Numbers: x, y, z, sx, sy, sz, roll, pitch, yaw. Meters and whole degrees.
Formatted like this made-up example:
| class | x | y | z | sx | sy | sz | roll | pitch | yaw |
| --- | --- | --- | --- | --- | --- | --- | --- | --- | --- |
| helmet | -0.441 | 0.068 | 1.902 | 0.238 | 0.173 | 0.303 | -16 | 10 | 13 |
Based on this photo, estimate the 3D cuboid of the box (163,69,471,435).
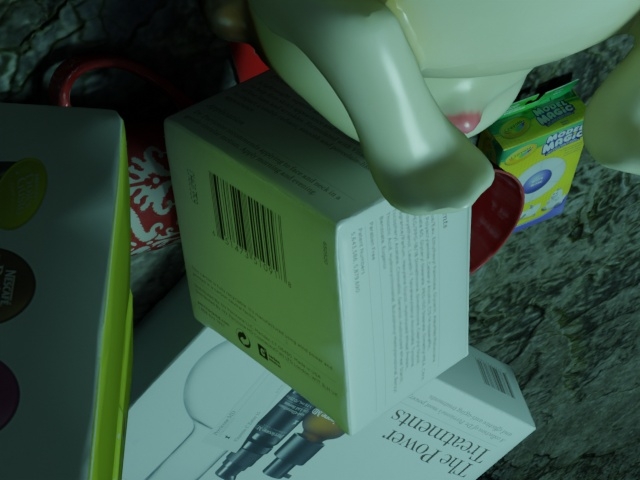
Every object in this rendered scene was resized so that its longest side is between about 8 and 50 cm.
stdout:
| class | x | y | z | sx | sy | sz | roll | pitch | yaw |
| --- | --- | --- | --- | --- | --- | --- | --- | --- | --- |
| box | 0.000 | 0.000 | 0.835 | 0.119 | 0.181 | 0.182 | -30 | 133 | -30 |

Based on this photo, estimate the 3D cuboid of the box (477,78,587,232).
| class | x | y | z | sx | sy | sz | roll | pitch | yaw |
| --- | --- | --- | --- | --- | --- | --- | --- | --- | --- |
| box | 0.203 | -0.077 | 1.196 | 0.105 | 0.043 | 0.179 | -22 | 146 | -16 |

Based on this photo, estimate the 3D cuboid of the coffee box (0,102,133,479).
| class | x | y | z | sx | sy | sz | roll | pitch | yaw |
| --- | --- | --- | --- | --- | --- | --- | --- | --- | --- |
| coffee box | -0.286 | 0.145 | 0.709 | 0.334 | 0.338 | 0.338 | 3 | 141 | -7 |

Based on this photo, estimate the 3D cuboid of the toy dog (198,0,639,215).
| class | x | y | z | sx | sy | sz | roll | pitch | yaw |
| --- | --- | --- | --- | --- | --- | --- | --- | --- | --- |
| toy dog | 0.056 | -0.196 | 0.622 | 0.284 | 0.395 | 0.408 | -24 | 166 | -19 |

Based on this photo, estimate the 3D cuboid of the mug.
| class | x | y | z | sx | sy | sz | roll | pitch | yaw |
| --- | --- | --- | --- | --- | --- | --- | --- | --- | --- |
| mug | -0.131 | -0.051 | 0.882 | 0.169 | 0.113 | 0.150 | -11 | 145 | -35 |

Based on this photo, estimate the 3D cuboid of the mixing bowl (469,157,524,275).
| class | x | y | z | sx | sy | sz | roll | pitch | yaw |
| --- | --- | --- | --- | --- | --- | --- | --- | --- | --- |
| mixing bowl | 0.081 | -0.032 | 1.099 | 0.181 | 0.098 | 0.181 | -23 | 148 | -15 |

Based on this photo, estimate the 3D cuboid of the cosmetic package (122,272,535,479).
| class | x | y | z | sx | sy | sz | roll | pitch | yaw |
| --- | --- | --- | --- | --- | --- | --- | --- | --- | --- |
| cosmetic package | -0.021 | 0.177 | 1.197 | 0.377 | 0.097 | 0.284 | 28 | 120 | -32 |

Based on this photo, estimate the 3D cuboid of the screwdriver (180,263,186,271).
| class | x | y | z | sx | sy | sz | roll | pitch | yaw |
| --- | --- | --- | --- | --- | --- | --- | --- | --- | --- |
| screwdriver | -0.075 | -0.028 | 1.056 | 0.024 | 0.025 | 0.170 | 6 | 141 | -46 |

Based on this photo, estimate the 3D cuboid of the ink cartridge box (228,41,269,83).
| class | x | y | z | sx | sy | sz | roll | pitch | yaw |
| --- | --- | --- | --- | --- | --- | --- | --- | --- | --- |
| ink cartridge box | 0.050 | -0.168 | 0.899 | 0.231 | 0.078 | 0.134 | -26 | 148 | -8 |
